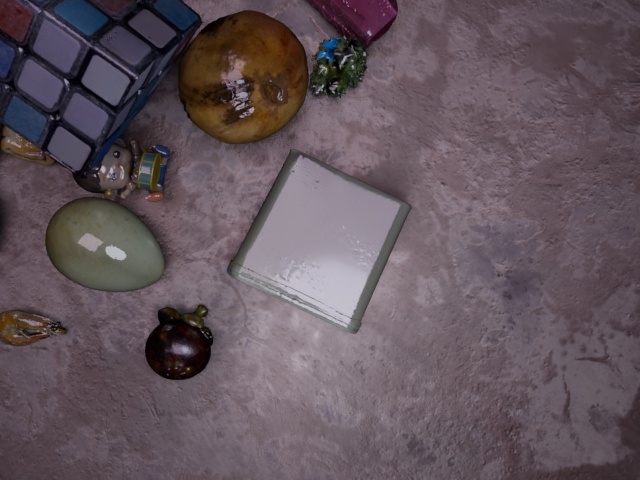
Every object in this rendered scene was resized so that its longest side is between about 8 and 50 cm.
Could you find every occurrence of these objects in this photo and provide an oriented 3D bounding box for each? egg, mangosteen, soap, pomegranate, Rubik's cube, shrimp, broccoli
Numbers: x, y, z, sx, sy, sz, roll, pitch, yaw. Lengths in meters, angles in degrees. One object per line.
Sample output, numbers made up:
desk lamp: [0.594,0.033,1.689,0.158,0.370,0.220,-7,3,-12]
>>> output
egg: [-0.518,0.017,1.831,0.295,0.218,0.218,26,90,-11]
mangosteen: [-0.356,0.256,1.876,0.172,0.172,0.184,-16,65,-1]
soap: [0.042,-0.626,1.836,0.325,0.220,0.127,44,81,-1]
pomegranate: [-0.183,-0.385,1.800,0.322,0.322,0.322,0,91,-1]
Rubik's cube: [-0.536,-0.423,1.677,0.363,0.359,0.362,36,133,-9]
shrimp: [-0.741,0.225,1.921,0.190,0.042,0.101,4,111,-2]
broccoli: [0.041,-0.418,1.859,0.167,0.160,0.154,-6,130,17]

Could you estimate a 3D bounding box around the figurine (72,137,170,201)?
figurine: [-0.513,-0.184,1.856,0.275,0.158,0.161,6,82,-2]

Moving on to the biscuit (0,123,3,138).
biscuit: [-0.899,-0.264,1.869,0.212,0.036,0.212,2,62,-4]

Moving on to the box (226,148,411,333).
box: [0.000,0.000,1.866,0.352,0.177,0.344,25,87,-1]

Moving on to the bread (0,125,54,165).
bread: [-0.722,-0.303,1.879,0.134,0.081,0.225,5,104,-9]
